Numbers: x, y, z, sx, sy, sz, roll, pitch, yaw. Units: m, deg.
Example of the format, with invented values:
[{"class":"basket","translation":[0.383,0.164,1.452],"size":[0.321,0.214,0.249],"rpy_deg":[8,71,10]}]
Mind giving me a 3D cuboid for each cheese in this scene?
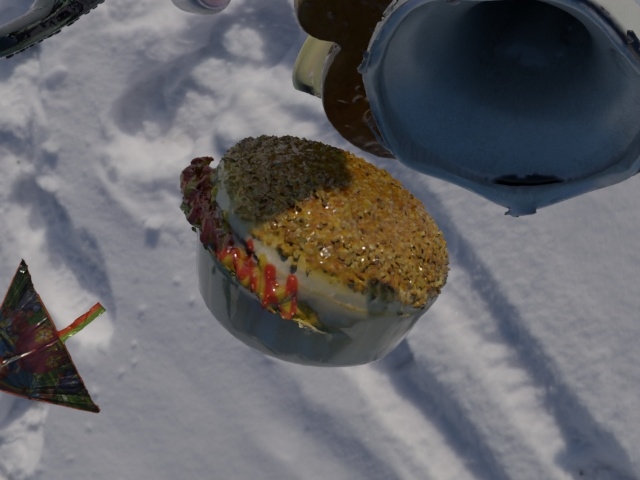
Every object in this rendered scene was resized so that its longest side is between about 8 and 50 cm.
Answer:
[{"class":"cheese","translation":[0.050,-0.338,1.353],"size":[0.050,0.127,0.255],"rpy_deg":[47,118,51]}]

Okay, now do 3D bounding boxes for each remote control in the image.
[{"class":"remote control","translation":[-0.300,-0.269,1.008],"size":[0.072,0.222,0.042],"rpy_deg":[1,129,44]}]

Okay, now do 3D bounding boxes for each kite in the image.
[{"class":"kite","translation":[-0.303,0.114,0.948],"size":[0.010,0.159,0.190],"rpy_deg":[-15,100,63]}]

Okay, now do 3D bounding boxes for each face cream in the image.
[{"class":"face cream","translation":[-0.188,-0.397,1.383],"size":[0.081,0.269,0.082],"rpy_deg":[-5,108,-16]}]

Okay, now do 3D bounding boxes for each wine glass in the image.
[{"class":"wine glass","translation":[0.126,-0.136,0.511],"size":[0.164,0.197,0.165],"rpy_deg":[16,144,12]}]

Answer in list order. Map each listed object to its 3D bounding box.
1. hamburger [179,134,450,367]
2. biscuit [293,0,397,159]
[{"class":"hamburger","translation":[0.000,0.000,0.934],"size":[0.276,0.294,0.179],"rpy_deg":[52,131,39]},{"class":"biscuit","translation":[0.109,-0.240,0.986],"size":[0.275,0.052,0.355],"rpy_deg":[-2,137,0]}]
